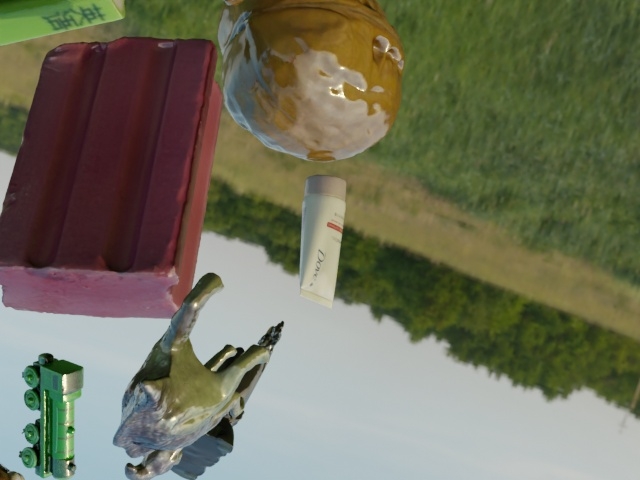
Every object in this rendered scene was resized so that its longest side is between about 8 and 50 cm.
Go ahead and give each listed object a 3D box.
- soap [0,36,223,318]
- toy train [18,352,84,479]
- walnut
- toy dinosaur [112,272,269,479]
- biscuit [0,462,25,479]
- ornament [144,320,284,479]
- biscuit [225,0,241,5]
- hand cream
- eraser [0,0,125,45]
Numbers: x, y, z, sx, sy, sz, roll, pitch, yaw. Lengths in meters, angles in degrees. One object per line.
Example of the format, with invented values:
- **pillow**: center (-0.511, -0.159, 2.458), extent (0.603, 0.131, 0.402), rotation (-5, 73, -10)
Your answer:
- **soap**: center (-0.261, -0.089, 1.232), extent (0.233, 0.359, 0.128), rotation (3, 150, 4)
- **toy train**: center (-0.509, 0.341, 1.855), extent (0.119, 0.251, 0.085), rotation (12, -164, 33)
- **walnut**: center (-0.011, -0.323, 1.753), extent (0.308, 0.354, 0.398), rotation (-8, 168, 29)
- **toy dinosaur**: center (-0.129, 0.152, 0.934), extent (0.077, 0.162, 0.294), rotation (35, 153, 24)
- **biscuit**: center (-0.551, 0.278, 1.440), extent (0.301, 0.049, 0.197), rotation (43, 157, -3)
- **ornament**: center (-0.164, 0.245, 1.594), extent (0.106, 0.260, 0.251), rotation (35, 141, -9)
- **biscuit**: center (-0.046, -0.490, 1.460), extent (0.081, 0.289, 0.334), rotation (30, 153, -12)
- **hand cream**: center (0.000, 0.000, 1.871), extent (0.083, 0.248, 0.133), rotation (-4, 166, 29)
- **eraser**: center (-0.443, -0.416, 1.512), extent (0.274, 0.210, 0.092), rotation (-11, 154, 10)
